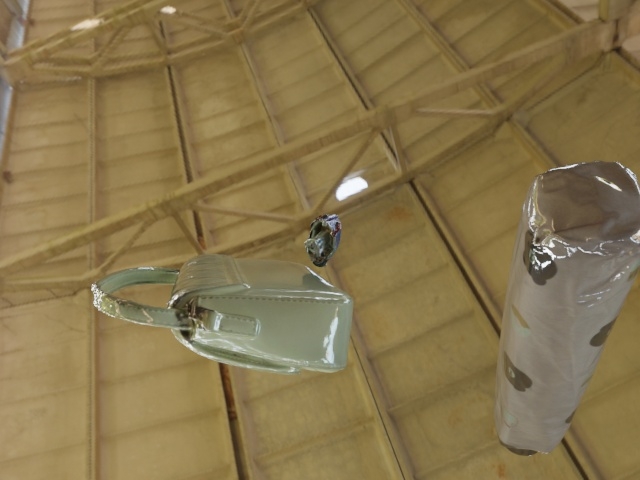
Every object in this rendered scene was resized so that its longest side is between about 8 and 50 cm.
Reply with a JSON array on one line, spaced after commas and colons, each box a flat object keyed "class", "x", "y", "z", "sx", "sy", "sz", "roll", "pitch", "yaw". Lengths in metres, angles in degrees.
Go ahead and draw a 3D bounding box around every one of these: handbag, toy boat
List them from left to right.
[{"class": "handbag", "x": -0.096, "y": 0.059, "z": 0.584, "sx": 0.219, "sy": 0.079, "sz": 0.256, "roll": 8, "pitch": -177, "yaw": -11}, {"class": "toy boat", "x": 0.000, "y": 0.000, "z": 0.633, "sx": 0.038, "sy": 0.083, "sz": 0.038, "roll": 5, "pitch": -124, "yaw": -8}]

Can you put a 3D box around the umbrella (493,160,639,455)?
[{"class": "umbrella", "x": 0.163, "y": 0.080, "z": 0.446, "sx": 0.067, "sy": 0.337, "sz": 0.073, "roll": 8, "pitch": -127, "yaw": 16}]
